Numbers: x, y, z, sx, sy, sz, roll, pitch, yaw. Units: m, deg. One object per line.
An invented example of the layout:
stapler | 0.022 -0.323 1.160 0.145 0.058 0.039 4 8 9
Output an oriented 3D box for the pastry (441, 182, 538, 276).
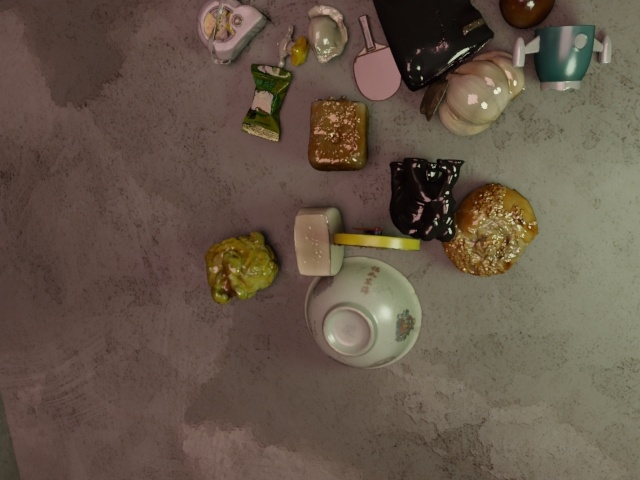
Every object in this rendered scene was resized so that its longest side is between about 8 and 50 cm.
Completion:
pastry | 0.523 -0.023 1.760 0.255 0.162 0.310 34 109 11

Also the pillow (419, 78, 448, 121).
pillow | 0.339 -0.431 1.700 0.033 0.217 0.130 22 108 -7

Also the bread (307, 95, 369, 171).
bread | 0.062 -0.347 1.832 0.196 0.176 0.246 3 89 7

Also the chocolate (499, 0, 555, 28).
chocolate | 0.586 -0.687 1.587 0.177 0.177 0.176 4 103 17

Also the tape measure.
tape measure | -0.319 -0.726 1.896 0.236 0.120 0.197 -43 93 17

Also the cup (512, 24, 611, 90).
cup | 0.686 -0.514 1.592 0.300 0.167 0.173 -4 105 -8

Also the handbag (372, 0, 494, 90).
handbag | 0.338 -0.655 1.685 0.288 0.152 0.342 -22 85 17

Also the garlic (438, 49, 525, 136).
garlic | 0.465 -0.447 1.668 0.203 0.185 0.281 44 111 7

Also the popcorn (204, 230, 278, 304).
popcorn | -0.285 0.100 2.022 0.250 0.235 0.241 -23 76 9

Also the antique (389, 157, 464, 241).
antique | 0.322 -0.124 1.741 0.185 0.322 0.255 6 90 -15

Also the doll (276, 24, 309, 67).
doll | -0.103 -0.635 1.880 0.113 0.071 0.135 48 117 11

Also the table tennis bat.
table tennis bat | 0.172 -0.590 1.820 0.154 0.021 0.274 -12 100 20

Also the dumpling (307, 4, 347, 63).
dumpling | 0.022 -0.666 1.814 0.127 0.108 0.187 -7 86 -6

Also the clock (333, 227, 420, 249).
clock | 0.182 -0.007 1.818 0.277 0.293 0.071 4 91 11

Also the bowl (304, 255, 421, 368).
bowl | 0.121 0.283 1.943 0.435 0.196 0.434 4 103 17

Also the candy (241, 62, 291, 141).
candy | -0.189 -0.477 1.940 0.149 0.069 0.246 16 102 9

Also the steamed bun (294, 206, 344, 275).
steamed bun | 0.000 0.000 1.934 0.146 0.164 0.241 0 104 20
